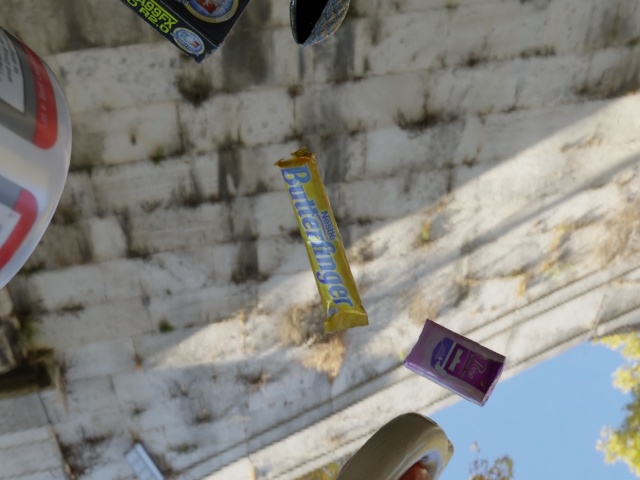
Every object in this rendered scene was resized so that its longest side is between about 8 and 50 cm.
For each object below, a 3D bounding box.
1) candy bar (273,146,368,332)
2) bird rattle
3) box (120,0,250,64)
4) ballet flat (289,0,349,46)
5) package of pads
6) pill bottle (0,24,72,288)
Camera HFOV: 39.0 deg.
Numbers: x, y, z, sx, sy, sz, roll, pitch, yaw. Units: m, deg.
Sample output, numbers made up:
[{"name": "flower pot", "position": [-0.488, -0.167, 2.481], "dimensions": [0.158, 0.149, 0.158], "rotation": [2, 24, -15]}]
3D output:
[{"name": "candy bar", "position": [0.000, 0.000, 0.774], "dimensions": [0.040, 0.161, 0.018], "rotation": [-16, -175, 21]}, {"name": "bird rattle", "position": [0.025, 0.227, 0.726], "dimensions": [0.143, 0.253, 0.207], "rotation": [28, -93, 35]}, {"name": "box", "position": [-0.158, -0.385, 1.106], "dimensions": [0.216, 0.060, 0.270], "rotation": [38, -119, -19]}, {"name": "ballet flat", "position": [0.005, -0.237, 0.750], "dimensions": [0.058, 0.173, 0.049], "rotation": [19, -131, 11]}, {"name": "package of pads", "position": [0.122, 0.111, 0.822], "dimensions": [0.083, 0.032, 0.050], "rotation": [26, -102, 16]}, {"name": "pill bottle", "position": [-0.244, -0.074, 0.341], "dimensions": [0.161, 0.283, 0.161], "rotation": [-9, -112, 22]}]
